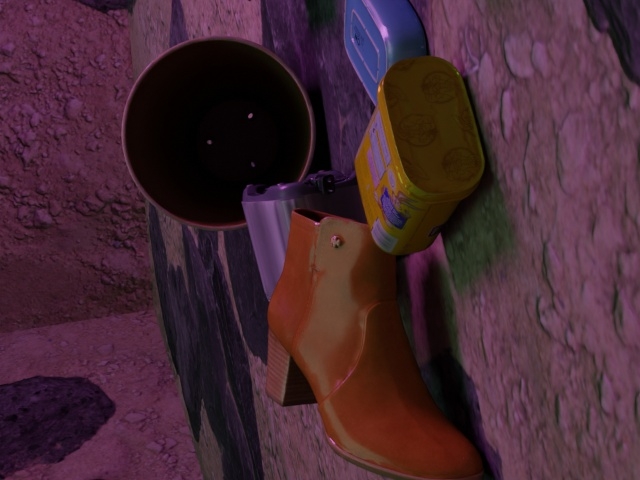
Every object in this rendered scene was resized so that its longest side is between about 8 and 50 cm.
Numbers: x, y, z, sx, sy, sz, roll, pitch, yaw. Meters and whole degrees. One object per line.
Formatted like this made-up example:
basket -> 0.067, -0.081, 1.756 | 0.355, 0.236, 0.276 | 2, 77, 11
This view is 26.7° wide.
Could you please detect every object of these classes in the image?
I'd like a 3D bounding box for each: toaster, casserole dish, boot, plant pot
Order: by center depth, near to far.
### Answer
boot -> 0.051, 0.090, 1.277 | 0.295, 0.104, 0.211 | 24, 111, 44
casserole dish -> 0.058, -0.189, 1.293 | 0.188, 0.037, 0.114 | -112, 19, -49
toaster -> 0.000, 0.000, 1.473 | 0.227, 0.129, 0.146 | -178, 76, -71
plant pot -> -0.121, -0.133, 1.757 | 0.254, 0.237, 0.237 | -47, -51, -88

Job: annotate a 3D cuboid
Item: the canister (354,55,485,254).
canister -> 0.082, -0.069, 1.186 | 0.170, 0.073, 0.126 | 113, 145, -69
